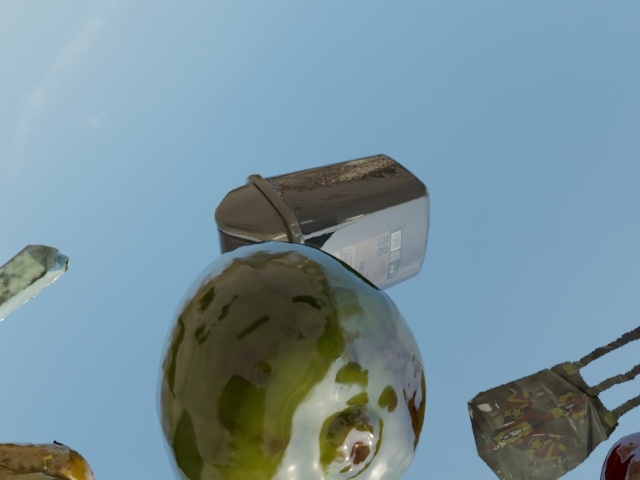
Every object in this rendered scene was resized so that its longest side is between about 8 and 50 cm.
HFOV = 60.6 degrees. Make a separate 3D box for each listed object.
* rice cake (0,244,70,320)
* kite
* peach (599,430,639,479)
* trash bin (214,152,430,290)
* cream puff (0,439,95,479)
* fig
[{"bbox_3d":[-0.300,0.072,0.439,0.211,0.043,0.034,-40,-92,-19],"label":"rice cake"},{"bbox_3d":[0.265,0.156,0.550,0.245,0.015,0.141,-33,-153,8],"label":"kite"},{"bbox_3d":[0.207,0.148,0.295,0.100,0.101,0.101,-16,-124,25],"label":"peach"},{"bbox_3d":[0.000,0.000,0.779,0.290,0.209,0.182,-18,-141,-22],"label":"trash bin"},{"bbox_3d":[-0.198,0.175,0.319,0.119,0.133,0.104,-34,-133,40],"label":"cream puff"},{"bbox_3d":[-0.035,0.099,0.421,0.225,0.203,0.203,27,-101,50],"label":"fig"}]
